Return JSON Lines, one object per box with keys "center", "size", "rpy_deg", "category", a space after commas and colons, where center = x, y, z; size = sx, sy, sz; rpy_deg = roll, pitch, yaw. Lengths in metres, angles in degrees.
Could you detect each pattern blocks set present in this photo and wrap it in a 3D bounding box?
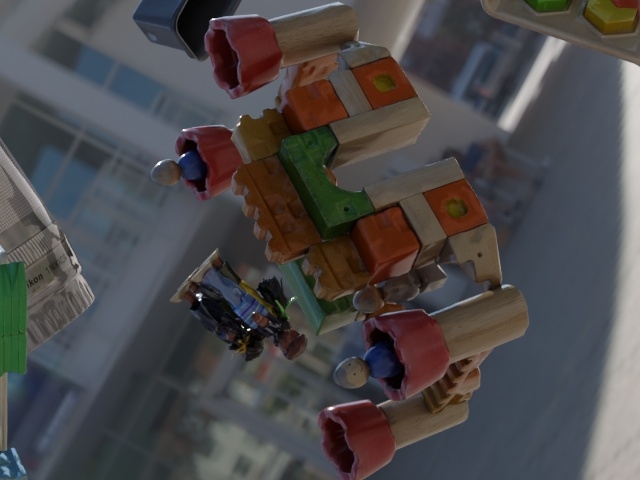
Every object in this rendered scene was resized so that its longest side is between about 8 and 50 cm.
{"center": [-0.224, 0.057, 1.047], "size": [0.325, 0.026, 0.286], "rpy_deg": [-169, 77, -69], "category": "pattern blocks set"}

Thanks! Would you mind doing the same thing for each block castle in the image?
{"center": [0.000, 0.000, 1.745], "size": [0.212, 0.453, 0.303], "rpy_deg": [-19, -23, -23], "category": "block castle"}

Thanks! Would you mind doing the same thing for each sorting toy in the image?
{"center": [0.305, -0.298, 1.871], "size": [0.038, 0.208, 0.193], "rpy_deg": [103, -168, -57], "category": "sorting toy"}

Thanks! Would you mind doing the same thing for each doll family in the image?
{"center": [-0.067, 0.064, 1.448], "size": [0.076, 0.111, 0.193], "rpy_deg": [-45, 3, 9], "category": "doll family"}

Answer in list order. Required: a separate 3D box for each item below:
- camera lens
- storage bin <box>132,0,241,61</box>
{"center": [-0.371, -0.002, 1.570], "size": [0.219, 0.274, 0.219], "rpy_deg": [-32, 7, 4], "category": "camera lens"}
{"center": [-0.168, -0.300, 2.108], "size": [0.135, 0.091, 0.098], "rpy_deg": [-62, -37, -20], "category": "storage bin"}
